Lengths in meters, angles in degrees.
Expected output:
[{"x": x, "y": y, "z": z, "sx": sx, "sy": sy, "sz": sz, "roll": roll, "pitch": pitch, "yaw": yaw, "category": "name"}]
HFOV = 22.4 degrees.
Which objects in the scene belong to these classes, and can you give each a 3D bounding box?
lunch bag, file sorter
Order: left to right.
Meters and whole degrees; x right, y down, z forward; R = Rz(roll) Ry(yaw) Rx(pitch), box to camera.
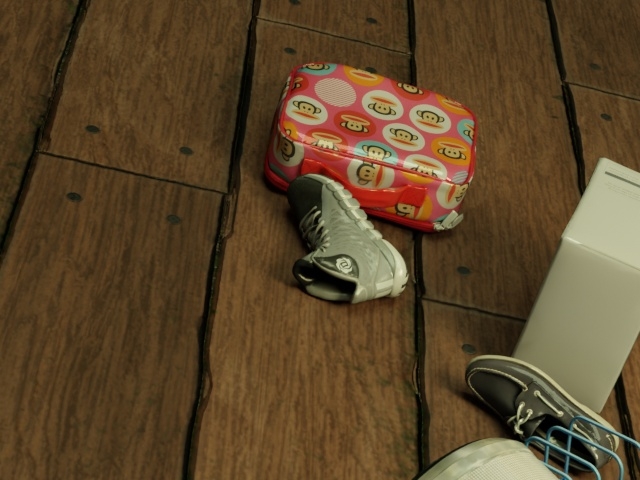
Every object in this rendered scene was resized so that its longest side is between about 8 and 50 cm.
[{"x": 0.073, "y": -0.125, "z": 2.268, "sx": 0.293, "sy": 0.120, "sz": 0.258, "roll": 16, "pitch": 36, "yaw": -3, "category": "lunch bag"}, {"x": 0.264, "y": 0.278, "z": 1.791, "sx": 0.170, "sy": 0.104, "sz": 0.118, "roll": -17, "pitch": 28, "yaw": -39, "category": "file sorter"}]

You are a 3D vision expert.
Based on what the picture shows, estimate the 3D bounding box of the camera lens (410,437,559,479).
[{"x": 0.195, "y": 0.348, "z": 1.591, "sx": 0.219, "sy": 0.219, "sz": 0.274, "roll": -16, "pitch": 47, "yaw": -38, "category": "camera lens"}]

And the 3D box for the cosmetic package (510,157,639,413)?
[{"x": 0.356, "y": 0.056, "z": 2.054, "sx": 0.138, "sy": 0.224, "sz": 0.225, "roll": 25, "pitch": 36, "yaw": 10, "category": "cosmetic package"}]

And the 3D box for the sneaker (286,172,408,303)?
[{"x": 0.000, "y": 0.000, "z": 2.100, "sx": 0.132, "sy": 0.086, "sz": 0.228, "roll": -19, "pitch": 50, "yaw": -38, "category": "sneaker"}]

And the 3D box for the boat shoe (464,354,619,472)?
[{"x": 0.259, "y": 0.208, "z": 1.936, "sx": 0.206, "sy": 0.075, "sz": 0.065, "roll": 31, "pitch": 34, "yaw": 11, "category": "boat shoe"}]
